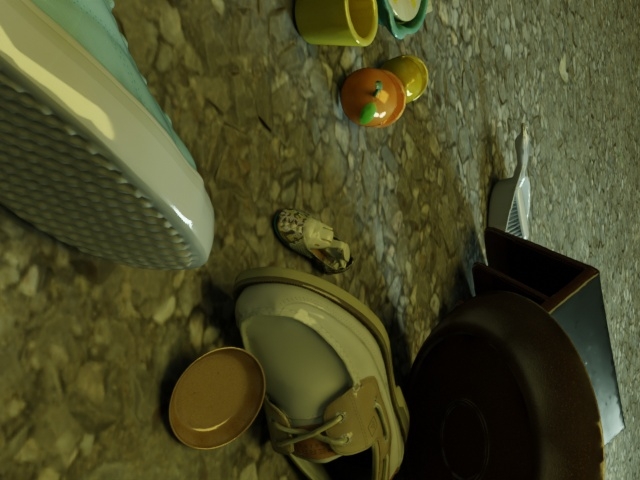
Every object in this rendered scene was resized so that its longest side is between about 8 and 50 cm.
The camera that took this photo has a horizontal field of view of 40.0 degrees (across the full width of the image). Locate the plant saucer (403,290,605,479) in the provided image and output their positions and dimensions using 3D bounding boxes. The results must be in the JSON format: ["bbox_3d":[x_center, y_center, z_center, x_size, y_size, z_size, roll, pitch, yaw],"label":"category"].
[{"bbox_3d":[0.164,0.207,0.906,0.050,0.310,0.311,3,85,-25],"label":"plant saucer"}]

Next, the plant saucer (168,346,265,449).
[{"bbox_3d":[-0.081,0.118,0.669,0.083,0.015,0.083,-13,113,-34],"label":"plant saucer"}]

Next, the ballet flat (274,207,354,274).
[{"bbox_3d":[0.000,0.000,0.820,0.114,0.041,0.041,41,54,-53],"label":"ballet flat"}]

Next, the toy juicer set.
[{"bbox_3d":[0.093,-0.259,0.943,0.209,0.089,0.329,63,38,-38],"label":"toy juicer set"}]

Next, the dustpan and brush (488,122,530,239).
[{"bbox_3d":[0.294,-0.072,1.328,0.147,0.060,0.211,-35,120,-56],"label":"dustpan and brush"}]

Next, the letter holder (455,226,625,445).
[{"bbox_3d":[0.277,0.157,1.231,0.152,0.214,0.302,-34,126,-19],"label":"letter holder"}]

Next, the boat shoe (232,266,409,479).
[{"bbox_3d":[0.008,0.140,0.756,0.302,0.113,0.103,57,36,-45],"label":"boat shoe"}]

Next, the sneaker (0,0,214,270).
[{"bbox_3d":[-0.149,-0.125,0.460,0.366,0.135,0.150,55,46,-46],"label":"sneaker"}]
